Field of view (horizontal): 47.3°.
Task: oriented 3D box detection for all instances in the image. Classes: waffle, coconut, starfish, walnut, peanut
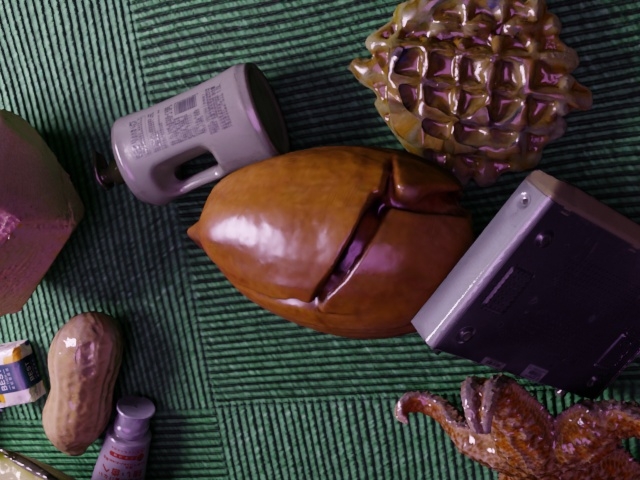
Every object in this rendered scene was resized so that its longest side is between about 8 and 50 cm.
[{"bbox_3d":[0.159,-0.166,0.762,0.204,0.054,0.223,-36,92,20],"label":"waffle"},{"bbox_3d":[-0.411,-0.042,0.862,0.233,0.233,0.245,37,113,4],"label":"coconut"},{"bbox_3d":[0.227,0.240,0.796,0.312,0.113,0.303,15,139,12],"label":"starfish"},{"bbox_3d":[0.000,0.000,0.775,0.337,0.209,0.208,1,104,23],"label":"walnut"},{"bbox_3d":[-0.316,0.189,0.961,0.099,0.090,0.214,20,107,21],"label":"peanut"}]

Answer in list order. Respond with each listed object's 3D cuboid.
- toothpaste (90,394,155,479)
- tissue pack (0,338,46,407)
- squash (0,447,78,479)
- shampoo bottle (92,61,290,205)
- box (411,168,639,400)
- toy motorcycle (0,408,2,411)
[{"bbox_3d":[-0.275,0.321,1.003,0.089,0.057,0.234,14,112,-10],"label":"toothpaste"},{"bbox_3d":[-0.424,0.184,1.014,0.062,0.042,0.083,-12,100,15],"label":"tissue pack"},{"bbox_3d":[-0.370,0.395,0.917,0.309,0.210,0.233,33,95,-7],"label":"squash"},{"bbox_3d":[-0.161,-0.110,0.846,0.234,0.087,0.118,-19,97,19],"label":"shampoo bottle"},{"bbox_3d":[0.241,0.061,0.716,0.270,0.045,0.210,23,112,-34],"label":"box"},{"bbox_3d":[-0.540,0.230,1.050,0.173,0.058,0.100,43,104,4],"label":"toy motorcycle"}]
